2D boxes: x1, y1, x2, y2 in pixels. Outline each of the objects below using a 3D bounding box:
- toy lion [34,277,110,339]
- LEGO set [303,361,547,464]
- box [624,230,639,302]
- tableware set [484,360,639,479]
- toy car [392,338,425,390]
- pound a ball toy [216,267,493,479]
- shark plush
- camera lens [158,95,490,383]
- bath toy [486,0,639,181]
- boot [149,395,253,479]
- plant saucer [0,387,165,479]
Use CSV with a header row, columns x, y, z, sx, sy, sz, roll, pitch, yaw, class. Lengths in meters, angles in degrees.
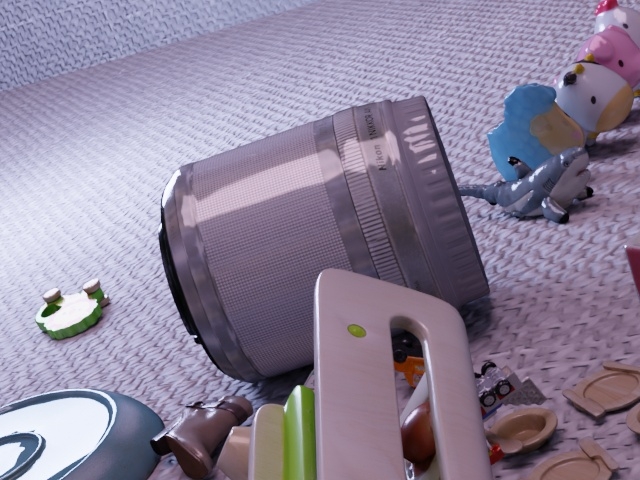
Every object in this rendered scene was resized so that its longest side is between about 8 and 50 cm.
x,y,z,sx,sy,sz,roll,pitch,yaw,class
-0.309,0.090,1.684,0.100,0.034,0.096,-12,28,25,toy lion
0.057,0.172,1.031,0.244,0.060,0.182,-9,40,42,LEGO set
0.287,0.072,0.770,0.148,0.232,0.127,-34,23,-34,box
0.200,0.137,1.018,0.168,0.020,0.141,-26,19,-16,tableware set
0.089,0.120,1.149,0.060,0.041,0.122,0,16,-4,toy car
0.025,0.171,0.809,0.135,0.208,0.319,18,29,-11,pound a ball toy
0.224,-0.065,1.478,0.073,0.067,0.161,-34,23,-34,shark plush
0.000,0.000,1.300,0.274,0.219,0.219,-18,19,7,camera lens
0.324,-0.193,1.635,0.151,0.129,0.348,-6,23,38,bath toy
-0.097,0.168,1.216,0.087,0.042,0.118,-28,20,-26,boot
-0.299,0.222,1.282,0.317,0.044,0.317,-18,19,7,plant saucer
